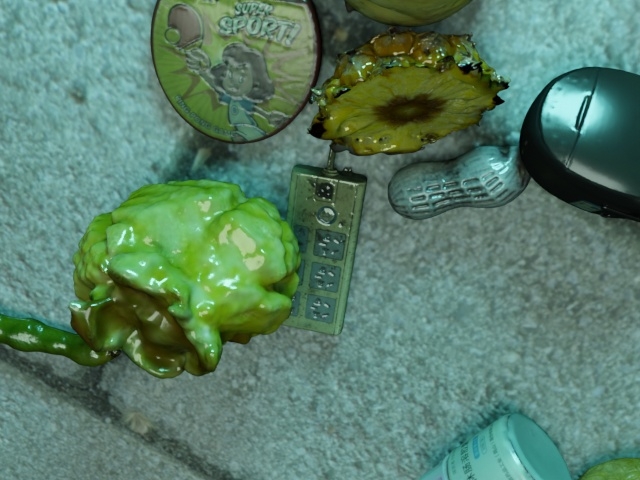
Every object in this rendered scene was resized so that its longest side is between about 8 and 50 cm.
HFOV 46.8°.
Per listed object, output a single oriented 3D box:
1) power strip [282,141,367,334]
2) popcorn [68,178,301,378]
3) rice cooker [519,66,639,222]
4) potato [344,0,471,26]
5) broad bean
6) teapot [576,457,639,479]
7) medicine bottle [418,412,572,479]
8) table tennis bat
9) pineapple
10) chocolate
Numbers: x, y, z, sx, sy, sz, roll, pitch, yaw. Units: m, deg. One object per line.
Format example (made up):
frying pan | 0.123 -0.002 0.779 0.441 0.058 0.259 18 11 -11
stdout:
power strip | 0.000 0.000 0.923 0.092 0.034 0.268 11 116 6
popcorn | -0.160 0.042 0.863 0.270 0.258 0.224 -18 101 -21
rice cooker | 0.305 -0.094 0.763 0.203 0.118 0.142 24 79 -3
potato | 0.097 -0.321 0.666 0.242 0.242 0.285 30 113 -4
broad bean | -0.403 0.140 1.055 0.256 0.053 0.052 12 78 5
teapot | 0.410 0.403 0.955 0.311 0.167 0.203 -19 110 19
medicine bottle | 0.226 0.325 0.975 0.135 0.135 0.168 42 116 -9
table tennis bat | -0.092 -0.257 0.828 0.200 0.038 0.310 11 119 5
pineapple | 0.085 -0.157 0.771 0.225 0.225 0.076 -15 71 17
chocolate | 0.158 -0.065 0.843 0.167 0.072 0.072 -12 111 15
